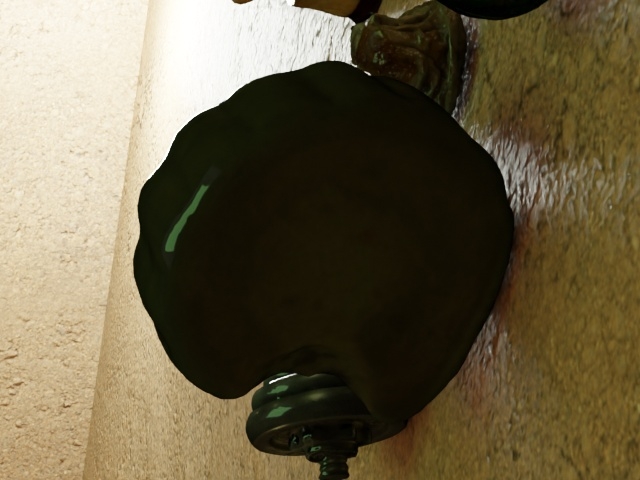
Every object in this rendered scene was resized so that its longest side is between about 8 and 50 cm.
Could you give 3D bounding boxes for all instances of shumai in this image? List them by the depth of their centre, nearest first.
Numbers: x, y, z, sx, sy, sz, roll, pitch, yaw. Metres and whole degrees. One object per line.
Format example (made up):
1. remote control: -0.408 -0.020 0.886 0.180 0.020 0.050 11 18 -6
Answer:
1. shumai: 0.088 -0.194 1.498 0.145 0.116 0.146 -175 90 -76

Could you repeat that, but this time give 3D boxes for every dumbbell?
1. dumbbell: -0.011 0.069 1.581 0.179 0.179 0.406 126 140 -60

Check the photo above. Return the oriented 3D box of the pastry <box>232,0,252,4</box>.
1. pastry: -0.119 -0.521 2.263 0.311 0.161 0.255 148 116 -83

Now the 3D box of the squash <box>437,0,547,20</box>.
1. squash: 0.153 -0.300 1.212 0.218 0.172 0.218 19 -90 -77

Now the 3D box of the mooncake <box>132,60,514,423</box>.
1. mooncake: 0.000 0.000 1.325 0.187 0.351 0.351 -124 42 -63

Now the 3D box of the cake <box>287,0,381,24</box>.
1. cake: -0.012 -0.386 1.819 0.185 0.178 0.208 119 150 -52
